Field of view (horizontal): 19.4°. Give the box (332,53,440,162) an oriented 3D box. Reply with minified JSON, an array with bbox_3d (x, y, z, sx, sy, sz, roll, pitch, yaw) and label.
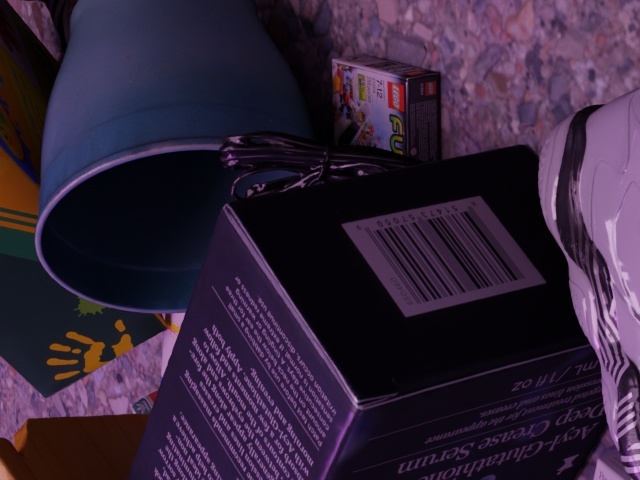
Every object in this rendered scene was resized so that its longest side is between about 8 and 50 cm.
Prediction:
[{"bbox_3d":[0.059,-0.054,1.658,0.114,0.036,0.207,20,117,53],"label":"box"}]

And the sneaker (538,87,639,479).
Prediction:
[{"bbox_3d":[0.279,0.041,1.255,0.210,0.137,0.365,-46,59,56],"label":"sneaker"}]

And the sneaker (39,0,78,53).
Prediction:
[{"bbox_3d":[-0.270,-0.254,2.033,0.153,0.099,0.282,-36,64,50],"label":"sneaker"}]

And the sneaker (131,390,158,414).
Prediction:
[{"bbox_3d":[-0.203,0.225,2.123,0.057,0.075,0.161,57,142,29],"label":"sneaker"}]

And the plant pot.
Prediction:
[{"bbox_3d":[-0.132,-0.109,1.737,0.271,0.272,0.255,124,145,-49],"label":"plant pot"}]

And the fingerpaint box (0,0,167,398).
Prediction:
[{"bbox_3d":[-0.368,-0.114,1.931,0.371,0.163,0.444,54,-173,-51],"label":"fingerpaint box"}]

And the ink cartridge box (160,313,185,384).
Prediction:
[{"bbox_3d":[-0.096,0.099,1.912,0.134,0.078,0.231,36,129,46],"label":"ink cartridge box"}]

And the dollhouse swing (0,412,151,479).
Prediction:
[{"bbox_3d":[-0.206,0.378,1.731,0.305,0.347,0.315,-49,65,21],"label":"dollhouse swing"}]

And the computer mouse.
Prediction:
[{"bbox_3d":[0.000,0.000,1.627,0.272,0.189,0.072,100,180,-47],"label":"computer mouse"}]

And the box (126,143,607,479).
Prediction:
[{"bbox_3d":[0.041,0.150,1.518,0.212,0.294,0.395,55,142,31],"label":"box"}]

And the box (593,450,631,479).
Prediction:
[{"bbox_3d":[0.264,0.207,1.373,0.101,0.102,0.087,38,129,47],"label":"box"}]
